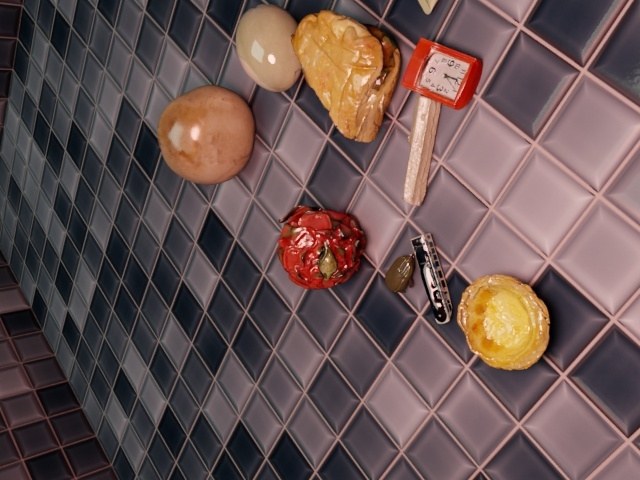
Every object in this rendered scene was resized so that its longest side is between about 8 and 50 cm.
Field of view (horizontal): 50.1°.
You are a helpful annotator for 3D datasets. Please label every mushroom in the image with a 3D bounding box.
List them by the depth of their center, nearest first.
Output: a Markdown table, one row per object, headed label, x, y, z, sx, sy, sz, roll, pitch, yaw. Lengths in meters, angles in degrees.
| label | x | y | z | sx | sy | sz | roll | pitch | yaw |
| --- | --- | --- | --- | --- | --- | --- | --- | --- | --- |
| mushroom | -0.348 | -0.318 | 2.016 | 0.290 | 0.292 | 0.293 | 36 | 124 | 58 |

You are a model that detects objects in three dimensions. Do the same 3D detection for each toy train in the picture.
| label | x | y | z | sx | sy | sz | roll | pitch | yaw |
| --- | --- | --- | --- | --- | --- | --- | --- | --- | --- |
| toy train | 0.259 | 0.088 | 1.575 | 0.043 | 0.047 | 0.208 | -22 | 82 | 48 |

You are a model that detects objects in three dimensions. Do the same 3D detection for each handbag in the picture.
| label | x | y | z | sx | sy | sz | roll | pitch | yaw |
| --- | --- | --- | --- | --- | --- | --- | --- | --- | --- |
| handbag | 0.196 | 0.078 | 1.641 | 0.072 | 0.047 | 0.111 | 50 | 130 | 36 |

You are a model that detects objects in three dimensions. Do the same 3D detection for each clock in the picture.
| label | x | y | z | sx | sy | sz | roll | pitch | yaw |
| --- | --- | --- | --- | --- | --- | --- | --- | --- | --- |
| clock | 0.265 | -0.357 | 1.478 | 0.155 | 0.061 | 0.113 | 34 | 109 | 34 |

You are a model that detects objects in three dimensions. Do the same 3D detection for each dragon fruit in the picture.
| label | x | y | z | sx | sy | sz | roll | pitch | yaw |
| --- | --- | --- | --- | --- | --- | --- | --- | --- | --- |
| dragon fruit | 0.000 | 0.000 | 1.746 | 0.293 | 0.233 | 0.234 | -94 | 25 | -54 |

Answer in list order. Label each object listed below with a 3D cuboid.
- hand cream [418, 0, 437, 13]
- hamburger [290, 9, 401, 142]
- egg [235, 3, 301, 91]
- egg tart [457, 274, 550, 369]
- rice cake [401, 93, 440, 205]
| label | x | y | z | sx | sy | sz | roll | pitch | yaw |
| --- | --- | --- | --- | --- | --- | --- | --- | --- | --- |
| hand cream | 0.274 | -0.629 | 1.414 | 0.306 | 0.093 | 0.147 | -48 | 63 | 51 |
| hamburger | 0.086 | -0.411 | 1.590 | 0.209 | 0.162 | 0.330 | -43 | 64 | 40 |
| egg | -0.127 | -0.491 | 1.785 | 0.183 | 0.183 | 0.217 | -27 | 67 | 46 |
| egg tart | 0.386 | 0.166 | 1.422 | 0.212 | 0.090 | 0.213 | 13 | 109 | 44 |
| rice cake | 0.225 | -0.207 | 1.559 | 0.057 | 0.052 | 0.256 | -130 | 45 | -64 |
